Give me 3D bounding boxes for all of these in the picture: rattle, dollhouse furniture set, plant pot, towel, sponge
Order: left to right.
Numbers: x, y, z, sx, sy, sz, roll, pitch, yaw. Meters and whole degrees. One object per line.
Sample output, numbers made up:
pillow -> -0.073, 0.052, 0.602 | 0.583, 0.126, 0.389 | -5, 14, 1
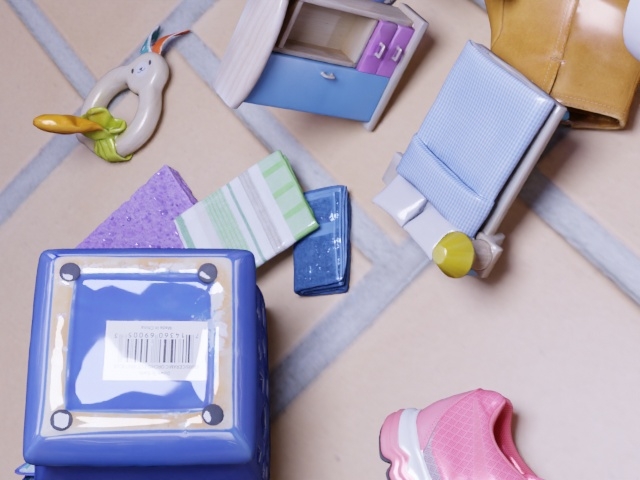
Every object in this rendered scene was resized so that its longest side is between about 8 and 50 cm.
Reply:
rattle -> -0.262, -0.210, 1.259 | 0.200, 0.142, 0.130 | -58, 38, 4
sponge -> -0.230, 0.018, 1.210 | 0.210, 0.031, 0.117 | -42, 58, 7
plant pot -> -0.163, 0.131, 0.971 | 0.236, 0.212, 0.236 | 1, 66, -5
towel -> -0.083, -0.017, 1.119 | 0.152, 0.023, 0.113 | -32, 63, 12
towel -> 0.000, 0.000, 1.095 | 0.067, 0.029, 0.119 | -10, 66, 25
dollhouse furniture set -> 0.086, -0.153, 0.946 | 0.303, 0.198, 0.286 | 50, 124, 38

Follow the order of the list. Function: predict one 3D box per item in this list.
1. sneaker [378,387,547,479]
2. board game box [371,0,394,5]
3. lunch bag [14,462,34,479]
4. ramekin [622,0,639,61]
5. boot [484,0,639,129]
sneaker -> 0.157, 0.265, 0.855 | 0.136, 0.116, 0.314 | -28, 60, 14
board game box -> 0.038, -0.341, 1.202 | 0.243, 0.042, 0.165 | -47, 57, 5
lunch bag -> -0.267, 0.280, 1.091 | 0.128, 0.096, 0.151 | -8, 47, 34
ramekin -> 0.402, -0.211, 0.824 | 0.277, 0.277, 0.135 | -39, 65, 9
boot -> 0.198, -0.228, 1.035 | 0.295, 0.104, 0.211 | 17, 79, 28
